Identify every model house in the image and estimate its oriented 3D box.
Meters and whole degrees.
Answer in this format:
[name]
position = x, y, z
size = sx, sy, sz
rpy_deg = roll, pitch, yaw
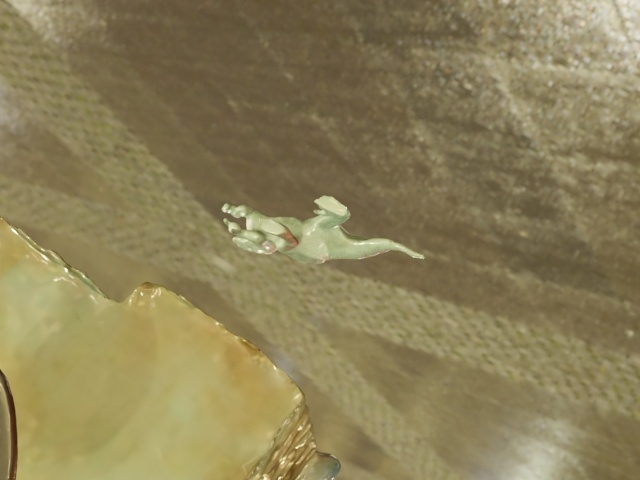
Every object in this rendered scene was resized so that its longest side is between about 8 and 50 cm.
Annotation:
[model house]
position = -0.260, 0.259, 1.267
size = 0.445, 0.395, 0.400
rpy_deg = 32, 164, 20

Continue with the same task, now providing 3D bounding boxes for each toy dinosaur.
[toy dinosaur]
position = 0.000, 0.000, 1.191
size = 0.242, 0.053, 0.167
rpy_deg = 9, 164, 18

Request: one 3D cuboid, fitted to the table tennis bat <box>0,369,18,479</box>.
[table tennis bat]
position = -0.290, 0.136, 0.888
size = 0.154, 0.274, 0.021
rpy_deg = -28, 144, 23
